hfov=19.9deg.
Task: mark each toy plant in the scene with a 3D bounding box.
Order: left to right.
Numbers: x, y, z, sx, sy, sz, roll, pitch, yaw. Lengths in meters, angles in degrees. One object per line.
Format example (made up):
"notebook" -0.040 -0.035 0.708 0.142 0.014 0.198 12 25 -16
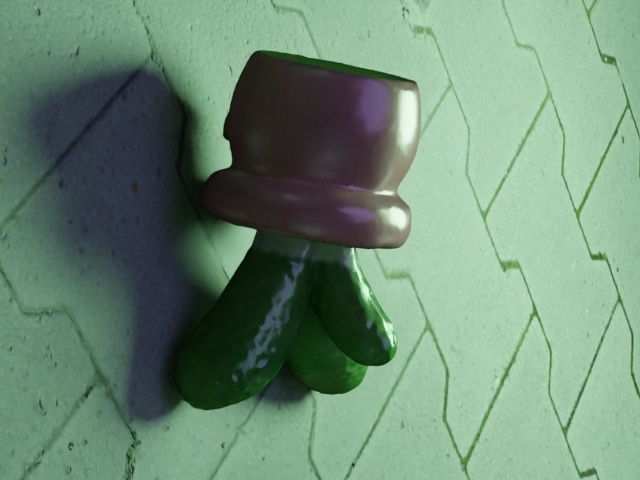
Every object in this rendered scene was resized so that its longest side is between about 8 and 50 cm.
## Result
"toy plant" -0.003 -0.006 1.816 0.317 0.211 0.356 -3 98 -62
